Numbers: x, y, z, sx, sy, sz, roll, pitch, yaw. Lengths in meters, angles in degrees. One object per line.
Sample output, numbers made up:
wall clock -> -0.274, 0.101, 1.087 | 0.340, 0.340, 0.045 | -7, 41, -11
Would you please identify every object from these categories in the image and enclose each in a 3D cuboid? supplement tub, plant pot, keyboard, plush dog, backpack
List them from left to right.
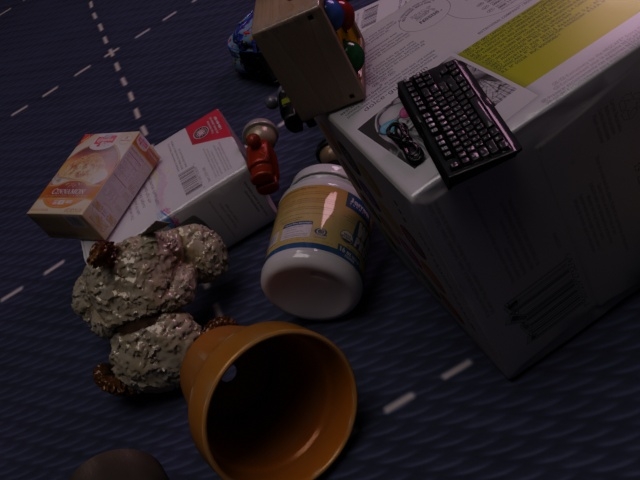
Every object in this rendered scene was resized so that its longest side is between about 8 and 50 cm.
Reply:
plush dog -> -0.250, 0.111, 1.260 | 0.263, 0.210, 0.225 | -24, 83, 6
plant pot -> -0.087, 0.190, 1.090 | 0.205, 0.205, 0.188 | -45, 27, -15
backpack -> -0.116, -0.412, 1.759 | 0.173, 0.117, 0.158 | 21, 62, 47
supplement tub -> 0.000, 0.000, 1.248 | 0.144, 0.144, 0.199 | -10, 45, 24
keyboard -> 0.121, -0.119, 0.864 | 0.108, 0.023, 0.180 | -26, 40, 7

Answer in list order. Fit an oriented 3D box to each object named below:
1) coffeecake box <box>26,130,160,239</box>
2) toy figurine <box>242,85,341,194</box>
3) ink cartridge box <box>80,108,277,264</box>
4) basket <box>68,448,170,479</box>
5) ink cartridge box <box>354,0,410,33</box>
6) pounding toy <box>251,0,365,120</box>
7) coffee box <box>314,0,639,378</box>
coffeecake box -> -0.377, -0.093, 1.438 | 0.142, 0.068, 0.185 | 2, 51, 36
toy figurine -> -0.005, -0.168, 1.349 | 0.148, 0.213, 0.209 | -98, 28, -42
ink cartridge box -> -0.252, -0.061, 1.478 | 0.306, 0.131, 0.226 | -32, 40, 3
basket -> -0.224, 0.370, 1.019 | 0.204, 0.154, 0.227 | -32, 37, -2
ink cartridge box -> 0.158, -0.331, 1.475 | 0.289, 0.121, 0.211 | -18, 41, 27
pounding toy -> -0.021, -0.279, 0.978 | 0.094, 0.206, 0.181 | -18, 41, 18
coffee box -> 0.230, -0.109, 1.066 | 0.338, 0.337, 0.334 | -35, 40, -2
